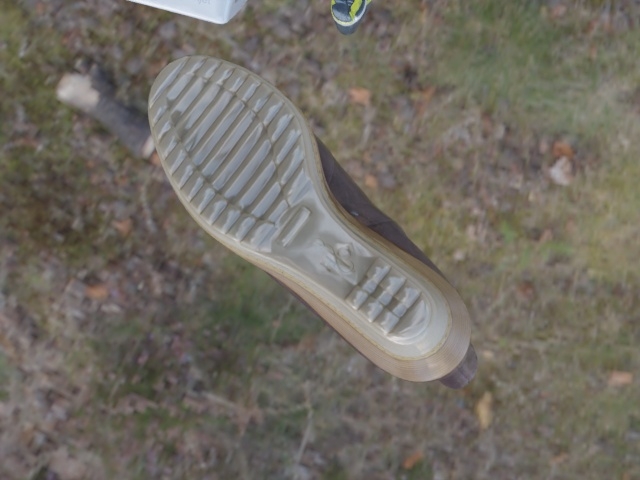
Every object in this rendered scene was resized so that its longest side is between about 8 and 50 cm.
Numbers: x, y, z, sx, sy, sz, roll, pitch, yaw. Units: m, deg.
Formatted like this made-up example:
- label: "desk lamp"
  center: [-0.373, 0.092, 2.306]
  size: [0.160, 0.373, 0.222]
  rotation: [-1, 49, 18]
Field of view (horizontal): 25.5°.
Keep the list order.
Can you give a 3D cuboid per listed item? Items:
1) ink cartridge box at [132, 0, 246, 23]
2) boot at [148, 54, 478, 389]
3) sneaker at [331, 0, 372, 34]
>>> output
- label: "ink cartridge box"
  center: [-0.127, -0.326, 1.000]
  size: [0.211, 0.121, 0.289]
  rotation: [14, 112, 2]
- label: "boot"
  center: [0.000, 0.000, 0.906]
  size: [0.090, 0.207, 0.248]
  rotation: [-44, 74, 0]
- label: "sneaker"
  center: [0.027, -0.187, 1.028]
  size: [0.031, 0.083, 0.035]
  rotation: [23, 158, 5]
